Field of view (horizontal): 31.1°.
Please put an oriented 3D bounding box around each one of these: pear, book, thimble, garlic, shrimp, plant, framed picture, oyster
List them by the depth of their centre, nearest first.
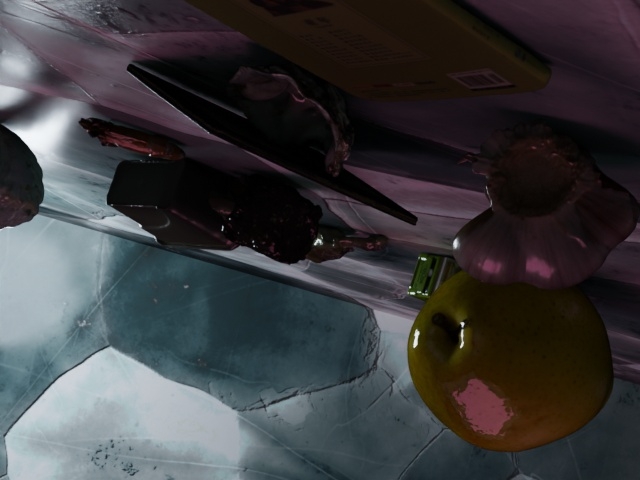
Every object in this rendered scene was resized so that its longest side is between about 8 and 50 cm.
[{"bbox_3d":[0.019,-0.204,1.038,0.239,0.035,0.352,4,166,46],"label":"book"},{"bbox_3d":[0.226,-0.068,1.308,0.207,0.207,0.256,24,-157,-47],"label":"garlic"},{"bbox_3d":[-0.016,-0.141,1.337,0.252,0.087,0.199,27,170,-42],"label":"oyster"},{"bbox_3d":[-0.061,-0.124,1.487,0.347,0.016,0.265,22,-169,-40],"label":"framed picture"},{"bbox_3d":[-0.312,-0.163,1.903,0.184,0.043,0.091,18,175,-25],"label":"shrimp"},{"bbox_3d":[-0.095,-0.043,1.995,0.203,0.131,0.142,22,-177,41],"label":"plant"},{"bbox_3d":[0.355,0.218,2.152,0.418,0.362,0.362,18,172,-40],"label":"pear"},{"bbox_3d":[-0.652,-0.129,2.198,0.250,0.204,0.172,30,172,23],"label":"thimble"}]

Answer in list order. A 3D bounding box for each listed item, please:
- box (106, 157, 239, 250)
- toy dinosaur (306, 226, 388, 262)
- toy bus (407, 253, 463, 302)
[{"bbox_3d":[-0.268,-0.076,2.151,0.274,0.138,0.178,3,159,47],"label":"box"},{"bbox_3d":[0.000,0.007,2.355,0.294,0.077,0.162,6,168,44],"label":"toy dinosaur"},{"bbox_3d":[0.336,0.121,2.379,0.302,0.113,0.139,22,171,-27],"label":"toy bus"}]
